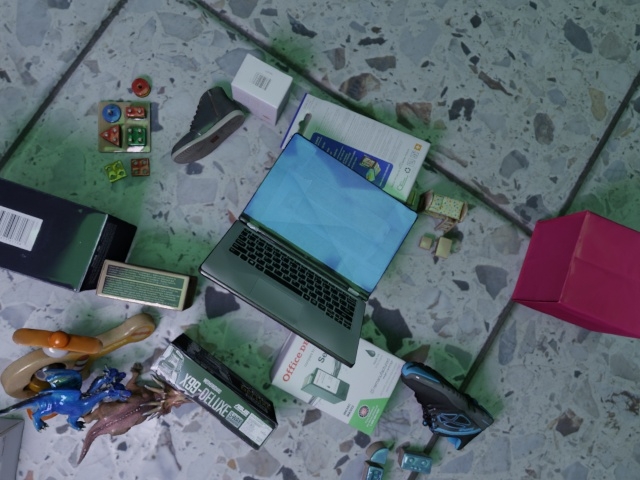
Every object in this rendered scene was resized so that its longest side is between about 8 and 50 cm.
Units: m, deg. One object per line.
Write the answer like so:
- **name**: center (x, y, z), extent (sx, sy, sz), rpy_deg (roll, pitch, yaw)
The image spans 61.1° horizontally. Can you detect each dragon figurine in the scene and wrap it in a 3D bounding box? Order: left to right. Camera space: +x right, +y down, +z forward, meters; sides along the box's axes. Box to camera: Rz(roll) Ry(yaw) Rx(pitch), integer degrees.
- **dragon figurine**: center (-0.571, 0.336, 1.185), extent (0.289, 0.085, 0.144), rpy_deg (13, 108, -25)

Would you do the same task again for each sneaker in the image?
- **sneaker**: center (-0.315, -0.302, 1.433), extent (0.222, 0.083, 0.118), rpy_deg (-36, 71, -1)
- **sneaker**: center (0.311, 0.434, 1.396), extent (0.341, 0.125, 0.140), rpy_deg (40, 92, -26)

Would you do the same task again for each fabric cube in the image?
- **fabric cube**: center (0.719, 0.091, 1.452), extent (0.258, 0.254, 0.259), rpy_deg (21, 84, -4)

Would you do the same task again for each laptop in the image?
- **laptop**: center (0.000, 0.000, 1.240), extent (0.382, 0.408, 0.236), rpy_deg (33, 117, -5)

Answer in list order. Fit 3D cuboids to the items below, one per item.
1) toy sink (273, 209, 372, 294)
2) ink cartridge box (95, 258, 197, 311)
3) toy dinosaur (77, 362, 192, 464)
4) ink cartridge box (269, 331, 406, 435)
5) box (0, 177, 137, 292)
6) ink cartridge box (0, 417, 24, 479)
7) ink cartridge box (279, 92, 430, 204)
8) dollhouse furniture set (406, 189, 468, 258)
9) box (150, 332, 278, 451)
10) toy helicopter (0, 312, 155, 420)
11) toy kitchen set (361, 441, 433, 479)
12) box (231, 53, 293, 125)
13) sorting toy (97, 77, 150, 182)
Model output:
- **toy sink**: center (-0.007, 0.054, 1.414), extent (0.234, 0.131, 0.153), rpy_deg (43, 82, -5)
- **ink cartridge box**: center (-0.406, 0.109, 1.302), extent (0.193, 0.234, 0.088), rpy_deg (13, 84, -8)
- **toy dinosaur**: center (-0.448, 0.402, 1.277), extent (0.295, 0.200, 0.127), rpy_deg (-34, 106, -32)
- **ink cartridge box**: center (0.039, 0.336, 1.404), extent (0.289, 0.121, 0.211), rpy_deg (28, 82, -5)
- **box**: center (-0.642, -0.020, 1.239), extent (0.343, 0.312, 0.179), rpy_deg (19, 83, -7)
- **ink cartridge box**: center (-0.862, 0.516, 1.228), extent (0.270, 0.197, 0.198), rpy_deg (8, 85, -7)
- **ink cartridge box**: center (0.093, -0.247, 1.465), extent (0.371, 0.069, 0.176), rpy_deg (24, 83, 3)
- **dollhouse furniture set**: center (0.285, -0.052, 1.476), extent (0.181, 0.101, 0.161), rpy_deg (17, 84, -6)
- **box**: center (-0.248, 0.354, 1.304), extent (0.307, 0.242, 0.076), rpy_deg (39, 82, -3)
- **toy helicopter**: center (-0.569, 0.258, 1.291), extent (0.355, 0.235, 0.140), rpy_deg (-25, 57, -26)
- **toy kitchen set**: center (0.192, 0.651, 1.404), extent (0.166, 0.122, 0.207), rpy_deg (15, 84, -7)
- **box**: center (-0.151, -0.385, 1.403), extent (0.130, 0.170, 0.091), rpy_deg (27, 84, -5)
- **sorting toy**: center (-0.513, -0.289, 1.410), extent (0.132, 0.046, 0.275), rpy_deg (-1, 87, -8)
